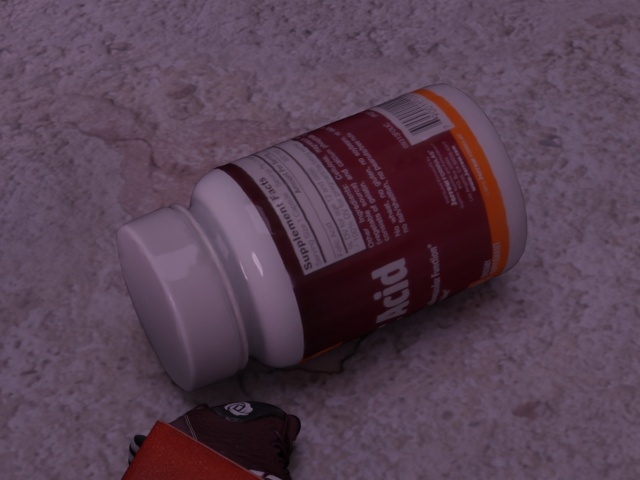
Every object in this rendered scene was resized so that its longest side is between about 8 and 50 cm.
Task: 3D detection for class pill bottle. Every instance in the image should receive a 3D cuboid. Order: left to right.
[{"bbox_3d":[0.000,0.000,1.838,0.392,0.224,0.224,-23,45,-17],"label":"pill bottle"}]

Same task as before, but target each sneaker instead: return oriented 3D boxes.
[{"bbox_3d":[-0.035,0.232,1.686,0.281,0.106,0.162,29,37,19],"label":"sneaker"}]

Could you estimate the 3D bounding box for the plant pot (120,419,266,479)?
[{"bbox_3d":[-0.080,0.359,1.453,0.267,0.267,0.236,26,63,30],"label":"plant pot"}]
